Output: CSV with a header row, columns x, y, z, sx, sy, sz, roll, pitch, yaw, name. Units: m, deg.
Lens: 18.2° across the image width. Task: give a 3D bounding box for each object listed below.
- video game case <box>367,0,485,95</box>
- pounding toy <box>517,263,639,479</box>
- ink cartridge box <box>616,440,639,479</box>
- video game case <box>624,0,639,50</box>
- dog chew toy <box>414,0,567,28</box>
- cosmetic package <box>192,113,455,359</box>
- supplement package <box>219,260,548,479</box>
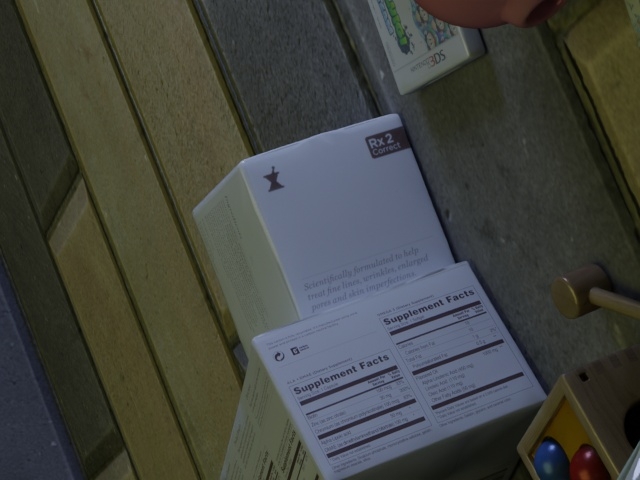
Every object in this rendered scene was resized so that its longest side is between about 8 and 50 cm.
x,y,z,sx,sy,sz,roll,pitch,yaw,name
0.069,-0.203,1.564,0.143,0.019,0.157,-22,86,69,video game case
0.200,0.117,1.402,0.206,0.094,0.181,62,158,23,pounding toy
0.265,0.236,0.964,0.211,0.121,0.289,9,145,37,ink cartridge box
0.222,-0.151,1.225,0.119,0.015,0.166,-9,98,70,video game case
0.052,-0.276,1.306,0.332,0.206,0.206,56,156,17,dog chew toy
0.000,0.000,1.728,0.151,0.151,0.183,69,161,6,cosmetic package
0.046,0.169,1.681,0.145,0.204,0.262,61,157,25,supplement package
